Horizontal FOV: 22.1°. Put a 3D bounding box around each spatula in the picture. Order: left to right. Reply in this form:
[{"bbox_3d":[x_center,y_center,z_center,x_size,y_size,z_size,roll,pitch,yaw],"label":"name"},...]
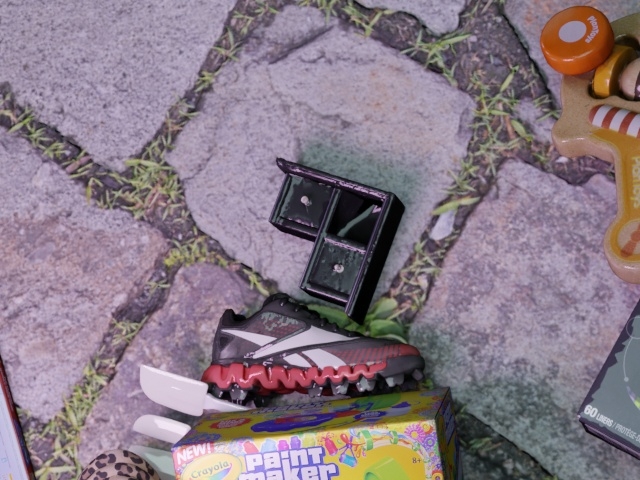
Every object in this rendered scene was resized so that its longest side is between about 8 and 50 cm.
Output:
[{"bbox_3d":[-0.112,0.250,1.943,0.242,0.019,0.168,16,113,8],"label":"spatula"}]

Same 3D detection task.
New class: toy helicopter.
[{"bbox_3d":[0.372,-0.110,1.818,0.235,0.140,0.355,-8,55,20],"label":"toy helicopter"}]

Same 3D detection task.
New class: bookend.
[{"bbox_3d":[0.000,0.000,1.981,0.157,0.072,0.156,19,83,17],"label":"bookend"}]

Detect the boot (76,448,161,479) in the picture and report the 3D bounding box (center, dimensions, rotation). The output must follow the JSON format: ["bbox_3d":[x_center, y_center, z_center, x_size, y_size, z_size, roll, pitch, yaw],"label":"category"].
[{"bbox_3d":[-0.208,0.451,1.870,0.138,0.377,0.284,-10,39,-7],"label":"boot"}]

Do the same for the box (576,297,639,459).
[{"bbox_3d":[0.420,0.125,1.819,0.165,0.143,0.270,28,85,17],"label":"box"}]

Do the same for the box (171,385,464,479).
[{"bbox_3d":[0.014,0.326,1.812,0.290,0.177,0.279,-8,95,11],"label":"box"}]

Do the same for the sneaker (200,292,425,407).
[{"bbox_3d":[-0.010,0.125,1.934,0.276,0.097,0.135,-3,74,20],"label":"sneaker"}]

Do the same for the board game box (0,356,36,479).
[{"bbox_3d":[-0.457,0.216,2.064,0.145,0.027,0.281,-21,74,6],"label":"board game box"}]
